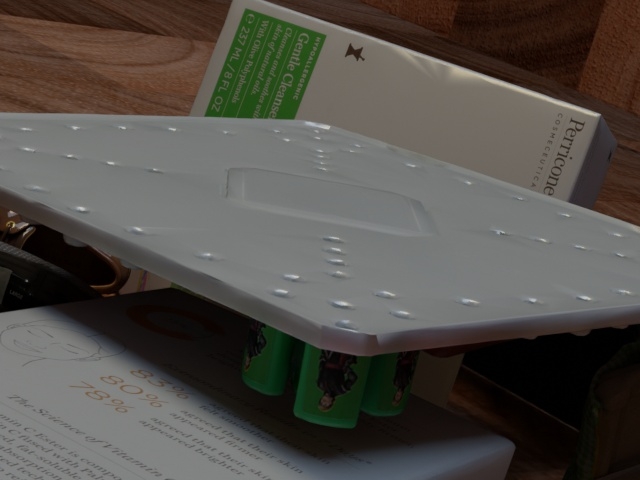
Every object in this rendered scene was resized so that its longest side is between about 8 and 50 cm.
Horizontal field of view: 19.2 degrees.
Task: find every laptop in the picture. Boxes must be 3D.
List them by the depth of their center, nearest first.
[{"bbox_3d":[0.216,0.074,1.527,0.136,0.264,0.234,-37,43,-26],"label":"laptop"}]

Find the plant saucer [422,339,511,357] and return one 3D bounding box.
[{"bbox_3d":[0.058,0.007,1.308,0.259,0.047,0.258,26,18,29],"label":"plant saucer"}]

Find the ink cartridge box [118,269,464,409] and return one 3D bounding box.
[{"bbox_3d":[-0.040,0.022,1.466,0.207,0.119,0.353,12,15,-19],"label":"ink cartridge box"}]

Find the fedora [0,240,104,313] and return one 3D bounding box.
[{"bbox_3d":[-0.240,0.063,1.064,0.244,0.124,0.275,24,7,19],"label":"fedora"}]

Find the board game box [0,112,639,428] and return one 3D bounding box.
[{"bbox_3d":[0.000,0.000,1.030,0.390,0.050,0.390,22,16,40],"label":"board game box"}]

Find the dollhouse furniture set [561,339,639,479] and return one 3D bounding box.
[{"bbox_3d":[0.256,0.074,1.211,0.302,0.197,0.151,-15,46,-19],"label":"dollhouse furniture set"}]

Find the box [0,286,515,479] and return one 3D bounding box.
[{"bbox_3d":[-0.101,0.146,0.810,0.215,0.168,0.345,23,16,28],"label":"box"}]

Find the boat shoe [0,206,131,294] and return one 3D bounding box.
[{"bbox_3d":[-0.217,-0.004,1.333,0.178,0.064,0.060,17,12,-11],"label":"boat shoe"}]

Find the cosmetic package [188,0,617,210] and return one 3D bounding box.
[{"bbox_3d":[0.070,-0.076,1.775,0.366,0.197,0.155,19,-3,17],"label":"cosmetic package"}]
